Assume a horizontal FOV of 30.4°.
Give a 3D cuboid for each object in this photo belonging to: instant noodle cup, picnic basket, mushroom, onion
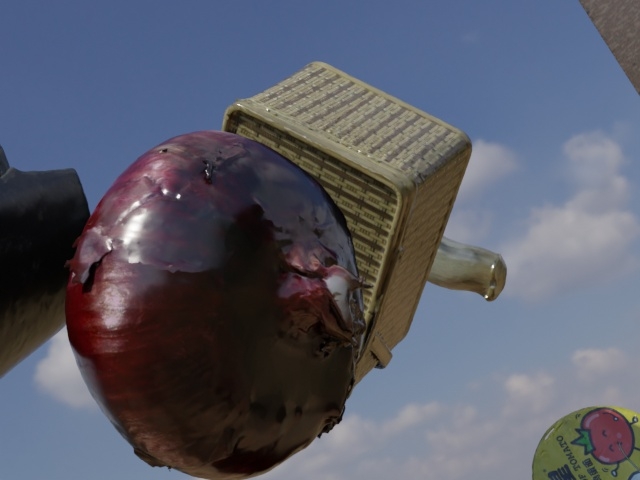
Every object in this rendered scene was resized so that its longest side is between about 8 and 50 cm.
[{"bbox_3d":[0.358,0.319,1.471,0.182,0.182,0.144,-22,-36,-3],"label":"instant noodle cup"},{"bbox_3d":[0.000,0.000,1.285,0.175,0.228,0.312,-38,-29,-50],"label":"picnic basket"},{"bbox_3d":[0.124,-0.012,1.551,0.096,0.278,0.099,-40,-22,-25],"label":"mushroom"},{"bbox_3d":[-0.073,0.055,1.016,0.232,0.313,0.314,-7,-2,41],"label":"onion"}]

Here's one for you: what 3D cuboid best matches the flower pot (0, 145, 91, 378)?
[{"bbox_3d":[-0.369,0.019,1.045,0.379,0.379,0.251,-36,-9,36],"label":"flower pot"}]

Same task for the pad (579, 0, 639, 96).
[{"bbox_3d":[0.290,-0.214,0.912,0.266,0.176,0.002,-40,9,-32],"label":"pad"}]
